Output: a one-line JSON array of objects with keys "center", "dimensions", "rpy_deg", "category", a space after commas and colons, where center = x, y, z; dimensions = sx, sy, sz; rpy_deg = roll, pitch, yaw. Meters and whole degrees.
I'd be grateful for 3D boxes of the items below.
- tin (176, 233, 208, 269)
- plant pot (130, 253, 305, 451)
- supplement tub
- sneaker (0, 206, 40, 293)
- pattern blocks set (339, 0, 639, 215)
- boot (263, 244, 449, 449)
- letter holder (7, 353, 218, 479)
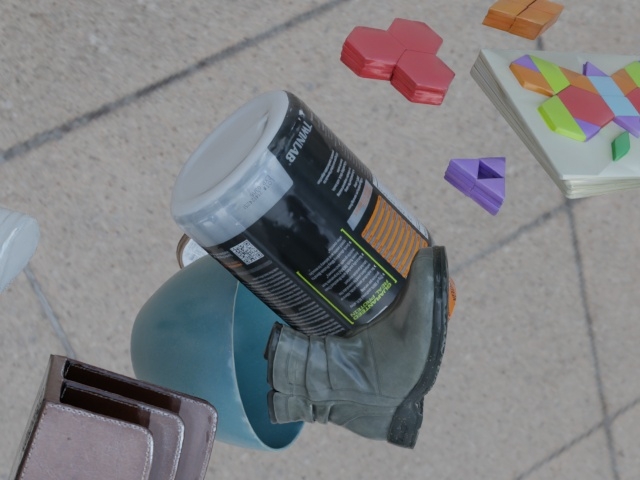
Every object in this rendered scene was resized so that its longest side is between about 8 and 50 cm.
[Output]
[{"center": [-0.183, -0.007, 1.938], "dimensions": [0.106, 0.040, 0.190], "rpy_deg": [31, 99, -21], "category": "tin"}, {"center": [-0.147, 0.146, 1.491], "dimensions": [0.195, 0.290, 0.290], "rpy_deg": [-4, 123, 20], "category": "plant pot"}, {"center": [0.000, 0.000, 1.208], "dimensions": [0.193, 0.193, 0.316], "rpy_deg": [-47, 114, -3], "category": "supplement tub"}, {"center": [-0.379, 0.043, 1.084], "dimensions": [0.080, 0.094, 0.212], "rpy_deg": [94, 21, -46], "category": "sneaker"}, {"center": [0.204, -0.090, 0.763], "dimensions": [0.324, 0.285, 0.026], "rpy_deg": [-16, 144, -34], "category": "pattern blocks set"}, {"center": [0.027, 0.101, 0.993], "dimensions": [0.161, 0.083, 0.247], "rpy_deg": [10, 129, 0], "category": "boot"}, {"center": [-0.240, 0.311, 1.161], "dimensions": [0.214, 0.152, 0.302], "rpy_deg": [19, 98, -14], "category": "letter holder"}]
